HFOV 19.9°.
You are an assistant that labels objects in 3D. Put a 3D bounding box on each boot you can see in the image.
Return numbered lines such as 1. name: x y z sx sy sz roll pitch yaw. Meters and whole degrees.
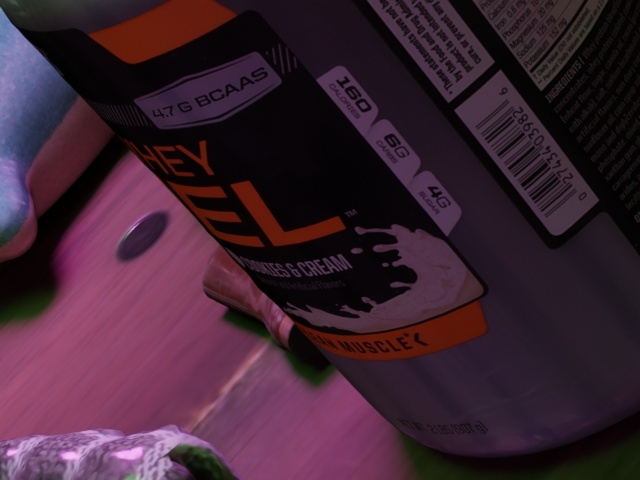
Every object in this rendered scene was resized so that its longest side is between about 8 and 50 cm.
1. boot: 0.000 0.000 0.843 0.106 0.037 0.114 -43 25 -7

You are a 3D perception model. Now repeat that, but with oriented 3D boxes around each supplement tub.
1. supplement tub: 0.014 -0.085 0.649 0.194 0.316 0.193 -30 31 20

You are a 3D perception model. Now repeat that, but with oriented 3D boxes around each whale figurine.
1. whale figurine: -0.196 -0.094 1.086 0.216 0.141 0.272 -21 35 31

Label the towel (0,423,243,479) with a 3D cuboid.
1. towel: -0.047 0.145 0.449 0.121 0.283 0.235 -51 32 -18
